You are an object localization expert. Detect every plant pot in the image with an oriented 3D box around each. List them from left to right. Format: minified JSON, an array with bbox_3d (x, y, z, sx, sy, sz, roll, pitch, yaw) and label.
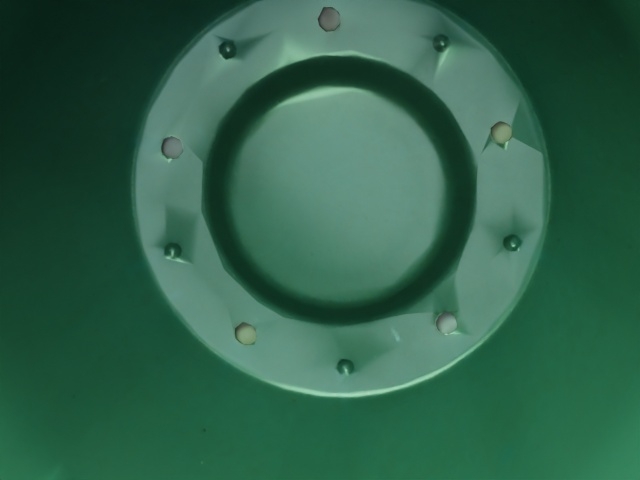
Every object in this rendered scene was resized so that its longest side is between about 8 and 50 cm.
[{"bbox_3d":[0.000,0.000,0.699,0.293,0.235,0.293,1,99,5],"label":"plant pot"}]
